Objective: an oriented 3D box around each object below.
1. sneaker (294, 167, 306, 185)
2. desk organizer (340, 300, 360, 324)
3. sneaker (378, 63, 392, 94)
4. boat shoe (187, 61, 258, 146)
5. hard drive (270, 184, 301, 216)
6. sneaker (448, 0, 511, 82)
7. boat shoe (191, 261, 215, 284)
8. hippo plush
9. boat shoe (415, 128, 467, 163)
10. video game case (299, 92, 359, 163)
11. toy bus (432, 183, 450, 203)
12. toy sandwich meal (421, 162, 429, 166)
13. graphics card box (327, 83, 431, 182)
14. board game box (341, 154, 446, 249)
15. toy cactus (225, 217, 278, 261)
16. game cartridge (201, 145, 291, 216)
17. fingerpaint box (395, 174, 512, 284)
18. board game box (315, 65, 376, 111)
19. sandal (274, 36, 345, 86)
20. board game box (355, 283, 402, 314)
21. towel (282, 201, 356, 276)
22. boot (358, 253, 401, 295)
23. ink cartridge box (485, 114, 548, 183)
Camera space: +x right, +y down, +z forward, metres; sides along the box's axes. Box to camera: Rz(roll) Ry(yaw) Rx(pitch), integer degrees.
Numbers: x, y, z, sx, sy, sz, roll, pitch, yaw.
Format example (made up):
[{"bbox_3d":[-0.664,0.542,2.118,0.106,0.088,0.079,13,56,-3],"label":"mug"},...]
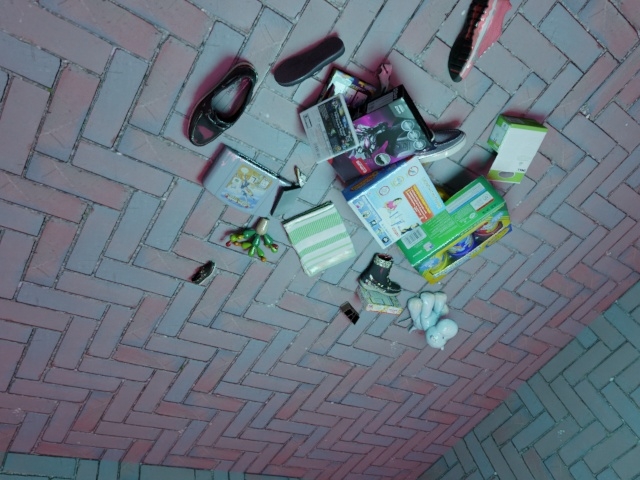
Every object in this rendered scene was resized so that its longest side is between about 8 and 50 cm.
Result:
[{"bbox_3d":[-0.076,-0.253,1.821,0.037,0.032,0.083,-26,136,-13],"label":"sneaker"},{"bbox_3d":[0.152,0.363,2.332,0.047,0.050,0.130,-33,128,8],"label":"desk organizer"},{"bbox_3d":[0.225,-0.576,1.671,0.044,0.040,0.109,6,121,-2],"label":"sneaker"},{"bbox_3d":[-0.325,-0.432,1.553,0.340,0.113,0.127,-41,127,15],"label":"boat shoe"},{"bbox_3d":[-0.137,-0.156,1.834,0.094,0.022,0.135,-20,150,-45],"label":"hard drive"},{"bbox_3d":[0.562,-0.696,1.631,0.136,0.116,0.313,6,123,-23],"label":"sneaker"},{"bbox_3d":[-0.490,0.136,1.965,0.133,0.048,0.042,-42,134,21],"label":"boat shoe"},{"bbox_3d":[0.556,0.418,2.379,0.294,0.236,0.234,-38,127,12],"label":"hippo plush"},{"bbox_3d":[0.387,-0.388,1.791,0.341,0.127,0.158,-20,131,4],"label":"boat shoe"},{"bbox_3d":[0.030,-0.386,1.624,0.173,0.022,0.190,-18,91,30],"label":"video game case"},{"bbox_3d":[0.367,-0.199,1.943,0.333,0.108,0.130,18,118,-28],"label":"toy bus"},{"bbox_3d":[0.417,-0.339,1.908,0.086,0.029,0.085,-8,132,-9],"label":"toy sandwich meal"},{"bbox_3d":[0.182,-0.370,1.679,0.371,0.094,0.233,-20,131,28],"label":"graphics card box"},{"bbox_3d":[0.288,-0.157,1.823,0.302,0.086,0.308,-34,129,9],"label":"board game box"},{"bbox_3d":[-0.259,-0.009,1.908,0.219,0.112,0.180,20,108,-19],"label":"toy cactus"},{"bbox_3d":[-0.283,-0.208,1.774,0.297,0.062,0.198,27,110,-31],"label":"game cartridge"},{"bbox_3d":[0.584,-0.023,2.026,0.445,0.163,0.371,-36,151,10],"label":"fingerpaint box"},{"bbox_3d":[0.090,-0.514,1.663,0.170,0.048,0.141,17,121,-27],"label":"board game box"},{"bbox_3d":[-0.031,-0.578,1.556,0.255,0.097,0.054,-26,155,4],"label":"sandal"},{"bbox_3d":[0.282,0.282,2.251,0.194,0.146,0.045,12,121,-23],"label":"board game box"},{"bbox_3d":[0.000,0.000,2.024,0.248,0.038,0.324,-24,129,0],"label":"towel"},{"bbox_3d":[0.315,0.164,2.214,0.237,0.085,0.178,15,118,-25],"label":"boot"},{"bbox_3d":[0.790,-0.376,1.953,0.189,0.097,0.255,2,126,-19],"label":"ink cartridge box"}]
